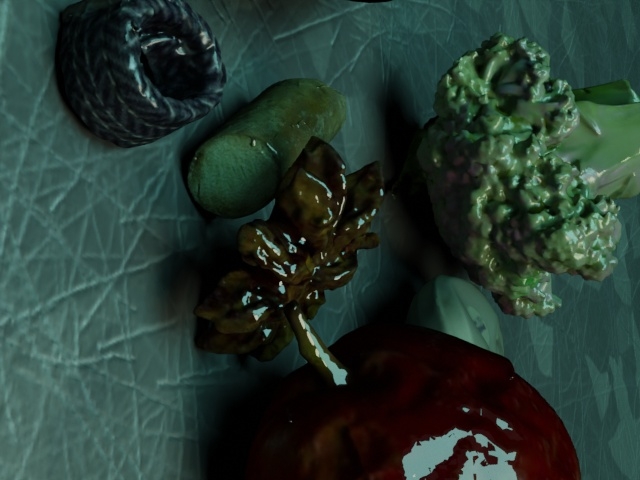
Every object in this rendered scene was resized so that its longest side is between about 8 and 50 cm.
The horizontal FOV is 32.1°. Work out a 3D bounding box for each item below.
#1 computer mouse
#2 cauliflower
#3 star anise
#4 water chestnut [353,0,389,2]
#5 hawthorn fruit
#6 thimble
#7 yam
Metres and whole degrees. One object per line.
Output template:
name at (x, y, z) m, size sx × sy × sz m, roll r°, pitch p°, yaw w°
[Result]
computer mouse at (0.122, 0.194, 0.974) m, size 0.197 × 0.095 × 0.330 m, roll -22°, pitch 106°, yaw -71°
cauliflower at (0.223, -0.073, 1.024) m, size 0.239 × 0.315 × 0.256 m, roll 39°, pitch 30°, yaw -82°
star anise at (0.000, -0.002, 0.781) m, size 0.234 × 0.073 × 0.177 m, roll -46°, pitch 161°, yaw -44°
water chestnut at (0.026, -0.350, 0.810) m, size 0.347 × 0.335 × 0.335 m, roll 34°, pitch 46°, yaw -12°
hawthorn fruit at (0.040, 0.150, 0.755) m, size 0.230 × 0.210 × 0.266 m, roll -47°, pitch 110°, yaw -25°
thimble at (-0.111, -0.108, 0.705) m, size 0.104 × 0.066 × 0.095 m, roll 34°, pitch 51°, yaw -50°
yam at (-0.037, -0.074, 0.816) m, size 0.146 × 0.070 × 0.069 m, roll -50°, pitch 124°, yaw -50°
